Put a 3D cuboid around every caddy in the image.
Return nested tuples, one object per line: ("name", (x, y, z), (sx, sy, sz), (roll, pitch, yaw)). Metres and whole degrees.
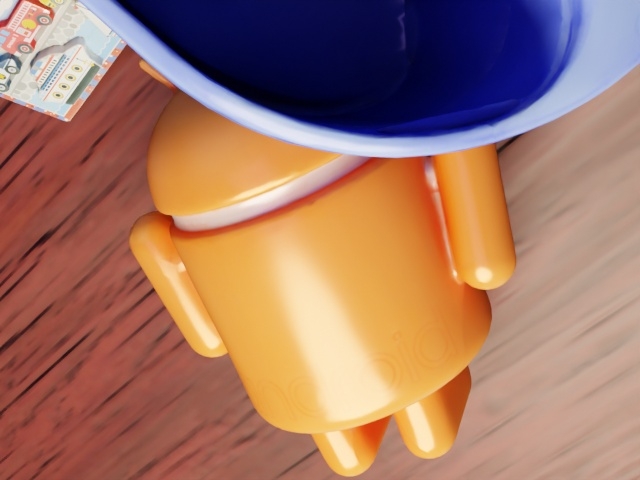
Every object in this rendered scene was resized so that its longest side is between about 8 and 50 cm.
("caddy", (-0.019, -0.180, 0.407), (0.341, 0.179, 0.241), (39, 86, -11))

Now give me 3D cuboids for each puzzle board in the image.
("puzzle board", (-0.144, -0.105, 0.607), (0.096, 0.011, 0.128), (21, 145, -24))

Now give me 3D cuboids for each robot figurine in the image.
("robot figurine", (0.002, -0.001, 0.582), (0.158, 0.128, 0.219), (3, 122, 59))
